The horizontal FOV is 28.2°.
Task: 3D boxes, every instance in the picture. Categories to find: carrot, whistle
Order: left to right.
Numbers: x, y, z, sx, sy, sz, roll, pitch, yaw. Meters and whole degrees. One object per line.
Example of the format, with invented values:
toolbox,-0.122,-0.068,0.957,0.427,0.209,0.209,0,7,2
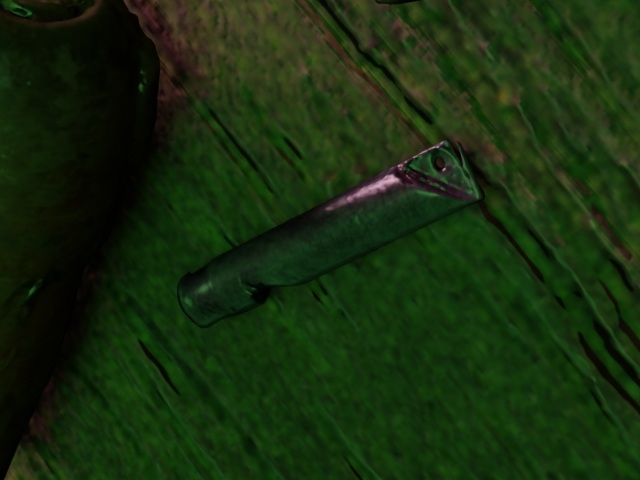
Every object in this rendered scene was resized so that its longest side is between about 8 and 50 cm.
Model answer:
carrot,-0.180,-0.005,0.659,0.138,0.138,0.302,34,116,15
whistle,0.000,0.000,0.625,0.176,0.033,0.033,-26,90,30

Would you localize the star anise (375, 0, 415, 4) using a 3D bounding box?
star anise,0.029,-0.205,0.517,0.236,0.109,0.223,16,95,22
